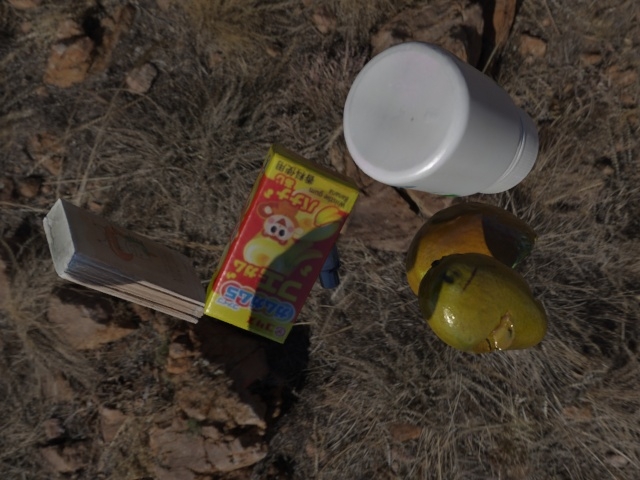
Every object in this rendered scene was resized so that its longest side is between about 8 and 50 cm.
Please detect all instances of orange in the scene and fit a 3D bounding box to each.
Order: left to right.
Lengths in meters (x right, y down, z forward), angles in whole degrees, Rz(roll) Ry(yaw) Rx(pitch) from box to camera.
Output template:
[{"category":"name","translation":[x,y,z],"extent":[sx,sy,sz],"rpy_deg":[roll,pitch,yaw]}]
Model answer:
[{"category":"orange","translation":[0.328,0.027,1.339],"extent":[0.262,0.334,0.196],"rpy_deg":[-48,112,-11]}]

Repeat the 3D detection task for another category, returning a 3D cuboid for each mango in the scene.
[{"category":"mango","translation":[0.291,0.116,1.015],"extent":[0.262,0.130,0.167],"rpy_deg":[12,72,-23]}]

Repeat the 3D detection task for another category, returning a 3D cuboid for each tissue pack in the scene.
[{"category":"tissue pack","translation":[-0.368,0.047,1.133],"extent":[0.071,0.325,0.170],"rpy_deg":[-46,49,11]}]

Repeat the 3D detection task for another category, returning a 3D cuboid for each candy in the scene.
[{"category":"candy","translation":[-0.064,0.006,0.895],"extent":[0.146,0.088,0.276],"rpy_deg":[24,105,-13]}]

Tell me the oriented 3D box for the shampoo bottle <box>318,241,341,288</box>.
[{"category":"shampoo bottle","translation":[0.000,0.000,1.229],"extent":[0.072,0.072,0.214],"rpy_deg":[-8,113,13]}]

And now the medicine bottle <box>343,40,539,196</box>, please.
[{"category":"medicine bottle","translation":[0.142,-0.117,0.625],"extent":[0.139,0.237,0.139],"rpy_deg":[0,91,38]}]

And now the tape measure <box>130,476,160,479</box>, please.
[{"category":"tape measure","translation":[-0.483,0.687,1.446],"extent":[0.186,0.199,0.112],"rpy_deg":[-40,70,-12]}]
